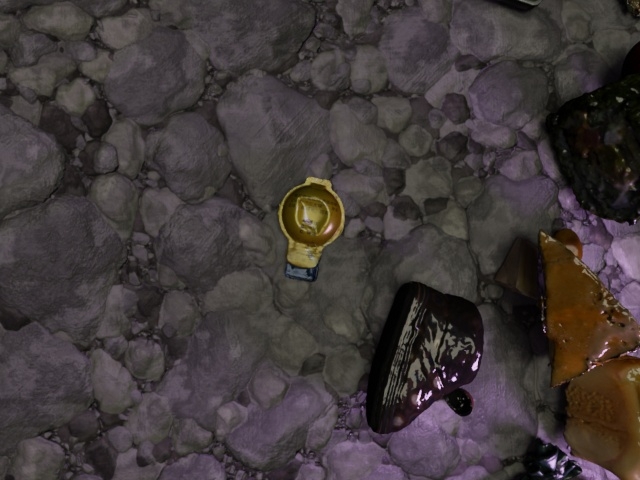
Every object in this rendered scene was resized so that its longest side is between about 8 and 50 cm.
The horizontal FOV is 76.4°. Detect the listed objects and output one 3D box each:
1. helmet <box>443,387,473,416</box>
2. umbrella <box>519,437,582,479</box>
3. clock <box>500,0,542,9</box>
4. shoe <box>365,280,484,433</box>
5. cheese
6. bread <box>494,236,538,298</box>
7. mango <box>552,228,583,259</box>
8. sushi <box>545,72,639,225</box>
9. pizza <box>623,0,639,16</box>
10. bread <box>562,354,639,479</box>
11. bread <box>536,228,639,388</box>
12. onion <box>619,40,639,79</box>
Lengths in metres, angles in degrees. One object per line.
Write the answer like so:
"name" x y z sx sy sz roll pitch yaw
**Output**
"helmet" 0.374 0.422 1.088 0.065 0.049 0.084 -51 63 27
"umbrella" 0.563 0.708 1.079 0.143 0.094 0.349 29 89 1
"clock" 0.500 -0.795 1.112 0.279 0.049 0.273 17 89 -4
"shoe" 0.265 0.311 1.020 0.237 0.171 0.384 20 80 0
"cheese" -0.030 -0.029 1.053 0.177 0.069 0.270 10 92 -3
"bread" 0.546 0.070 1.078 0.077 0.105 0.152 29 88 -10
"mango" 0.668 0.023 1.110 0.080 0.060 0.114 15 90 12
"sushi" 0.761 -0.225 1.006 0.178 0.294 0.352 -23 88 -8
"pizza" 0.877 -0.739 1.141 0.195 0.052 0.185 23 85 -3
"bread" 0.790 0.441 1.022 0.211 0.270 0.316 5 83 -19
"bread" 0.580 0.166 1.013 0.315 0.248 0.279 45 118 17
"onion" 0.922 -0.414 1.033 0.273 0.285 0.273 8 75 -30
